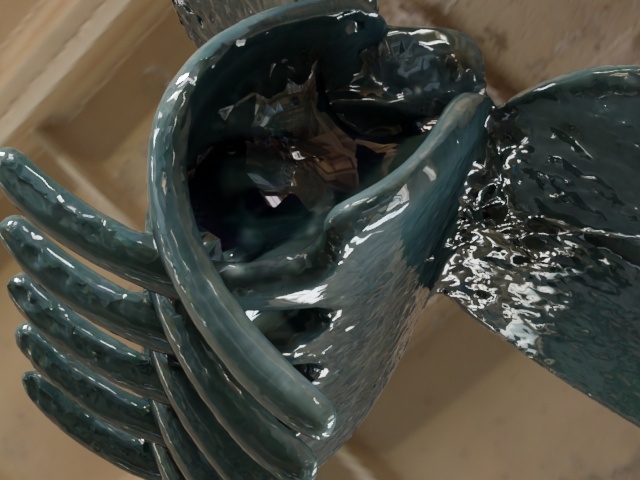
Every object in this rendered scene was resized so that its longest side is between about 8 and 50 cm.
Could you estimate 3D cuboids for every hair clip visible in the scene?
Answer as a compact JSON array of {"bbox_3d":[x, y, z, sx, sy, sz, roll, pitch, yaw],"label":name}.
[{"bbox_3d":[0.000,0.000,0.843,0.392,0.238,0.318,42,-22,12],"label":"hair clip"}]
